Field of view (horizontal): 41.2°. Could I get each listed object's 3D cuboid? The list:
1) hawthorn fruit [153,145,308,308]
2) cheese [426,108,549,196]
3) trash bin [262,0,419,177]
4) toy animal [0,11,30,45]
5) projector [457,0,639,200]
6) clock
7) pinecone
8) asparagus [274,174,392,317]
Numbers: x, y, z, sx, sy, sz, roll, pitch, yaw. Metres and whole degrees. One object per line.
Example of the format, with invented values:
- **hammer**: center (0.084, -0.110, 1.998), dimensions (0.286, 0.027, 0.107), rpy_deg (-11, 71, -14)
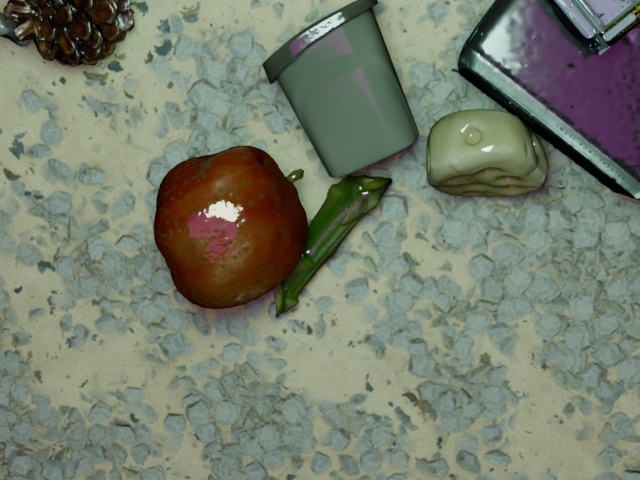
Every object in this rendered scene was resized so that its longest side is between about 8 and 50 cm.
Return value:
- **hawthorn fruit**: center (-0.150, -0.036, 1.492), dimensions (0.299, 0.275, 0.275), rpy_deg (-34, 94, -3)
- **cheese**: center (0.281, -0.144, 1.450), dimensions (0.218, 0.235, 0.117), rpy_deg (8, 80, -19)
- **trash bin**: center (0.044, -0.260, 1.459), dimensions (0.219, 0.220, 0.250), rpy_deg (-24, 104, 11)
- **toy animal**: center (-0.740, -0.412, 1.531), dimensions (0.302, 0.194, 0.344), rpy_deg (-32, 92, 5)
- **projector**: center (0.488, -0.334, 1.373), dimensions (0.395, 0.242, 0.405), rpy_deg (38, 100, 1)
- **clock**: center (0.392, -0.415, 1.210), dimensions (0.186, 0.083, 0.253), rpy_deg (-38, 91, 9)
- **pinecone**: center (-0.443, -0.406, 1.486), dimensions (0.221, 0.221, 0.221), rpy_deg (1, 100, 6)
- **asparagus**: center (0.001, 0.001, 1.571), dimensions (0.085, 0.082, 0.343), rpy_deg (32, 106, -37)
